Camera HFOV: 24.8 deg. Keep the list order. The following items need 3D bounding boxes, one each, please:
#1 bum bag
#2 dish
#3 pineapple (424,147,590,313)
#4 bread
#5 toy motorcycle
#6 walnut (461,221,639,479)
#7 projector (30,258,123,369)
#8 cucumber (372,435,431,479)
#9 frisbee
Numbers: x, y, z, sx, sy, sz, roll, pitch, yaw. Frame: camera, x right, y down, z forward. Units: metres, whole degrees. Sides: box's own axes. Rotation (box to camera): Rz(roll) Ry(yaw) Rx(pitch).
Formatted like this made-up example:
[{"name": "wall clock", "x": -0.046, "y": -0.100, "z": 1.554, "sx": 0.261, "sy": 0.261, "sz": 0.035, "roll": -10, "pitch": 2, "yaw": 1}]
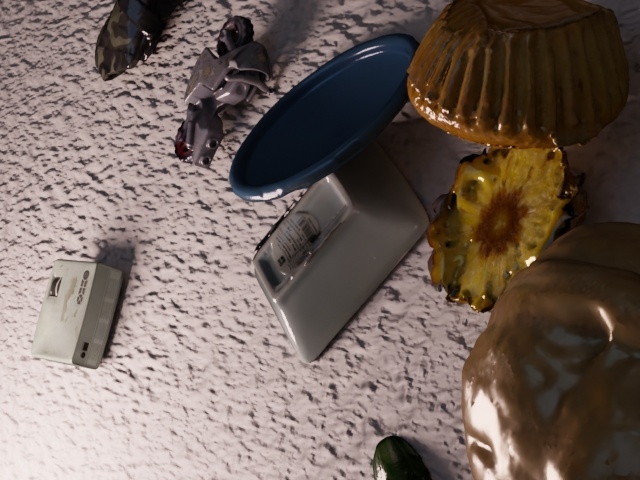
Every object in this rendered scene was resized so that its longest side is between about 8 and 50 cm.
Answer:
[{"name": "bum bag", "x": -0.245, "y": -0.387, "z": 2.161, "sx": 0.340, "sy": 0.095, "sz": 0.144, "roll": -60, "pitch": 27, "yaw": 7}, {"name": "dish", "x": 0.000, "y": 0.000, "z": 1.743, "sx": 0.243, "sy": 0.080, "sz": 0.182, "roll": -51, "pitch": 44, "yaw": 20}, {"name": "pineapple", "x": 0.205, "y": -0.013, "z": 1.533, "sx": 0.225, "sy": 0.076, "sz": 0.225, "roll": -25, "pitch": 53, "yaw": 38}, {"name": "bread", "x": 0.201, "y": -0.182, "z": 1.503, "sx": 0.240, "sy": 0.240, "sz": 0.139, "roll": 27, "pitch": 132, "yaw": 49}, {"name": "toy motorcycle", "x": -0.128, "y": -0.194, "z": 1.968, "sx": 0.122, "sy": 0.080, "sz": 0.215, "roll": 37, "pitch": 106, "yaw": 50}, {"name": "walnut", "x": 0.295, "y": 0.152, "z": 1.187, "sx": 0.381, "sy": 0.381, "sz": 0.381, "roll": -21, "pitch": 59, "yaw": 40}, {"name": "projector", "x": -0.345, "y": 0.105, "z": 2.076, "sx": 0.115, "sy": 0.061, "sz": 0.147, "roll": 4, "pitch": 76, "yaw": 46}, {"name": "cucumber", "x": 0.080, "y": 0.258, "z": 1.580, "sx": 0.067, "sy": 0.035, "sz": 0.107, "roll": -50, "pitch": 42, "yaw": 21}, {"name": "frisbee", "x": 0.015, "y": -0.139, "z": 1.754, "sx": 0.289, "sy": 0.049, "sz": 0.289, "roll": -32, "pitch": 25, "yaw": 17}]
